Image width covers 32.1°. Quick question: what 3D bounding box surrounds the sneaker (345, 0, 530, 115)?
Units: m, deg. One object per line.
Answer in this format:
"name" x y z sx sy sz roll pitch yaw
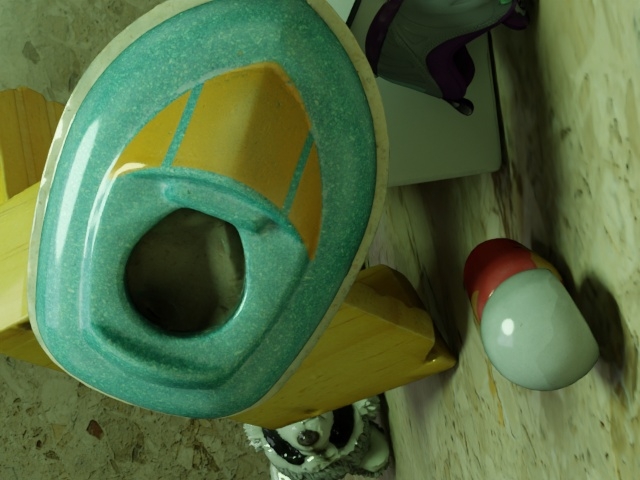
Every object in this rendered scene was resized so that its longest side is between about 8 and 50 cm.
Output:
"sneaker" 0.090 -0.177 0.628 0.083 0.098 0.224 -63 -2 -49

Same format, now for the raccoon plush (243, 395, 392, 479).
"raccoon plush" 0.005 0.131 1.486 0.299 0.216 0.446 68 -155 -14

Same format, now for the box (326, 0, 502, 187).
"box" 0.001 -0.152 0.877 0.345 0.168 0.215 -152 52 -80

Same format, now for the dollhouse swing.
"dollhouse swing" -0.104 -0.027 0.989 0.347 0.315 0.305 26 -130 -44

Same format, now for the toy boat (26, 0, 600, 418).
"toy boat" 0.000 0.000 0.631 0.148 0.318 0.267 -102 30 -73
